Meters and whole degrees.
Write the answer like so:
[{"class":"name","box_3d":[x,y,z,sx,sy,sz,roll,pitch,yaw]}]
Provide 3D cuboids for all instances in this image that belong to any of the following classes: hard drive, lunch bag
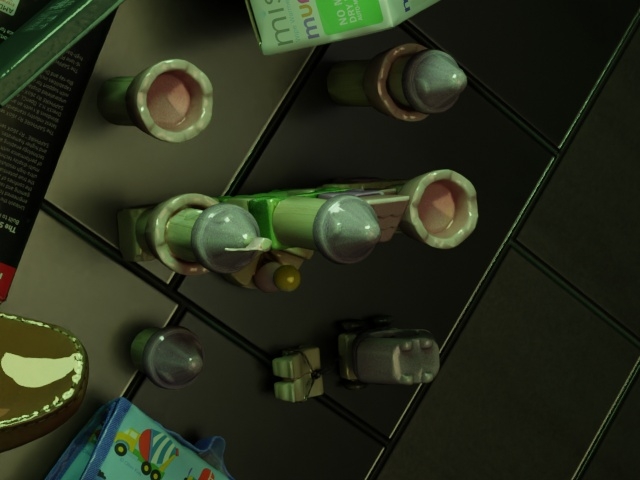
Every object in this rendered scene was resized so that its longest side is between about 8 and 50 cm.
[{"class":"hard drive","box_3d":[-0.205,-0.147,1.284,0.135,0.094,0.022,-44,112,-18]},{"class":"lunch bag","box_3d":[-0.155,0.291,1.453,0.221,0.138,0.293,40,64,-24]}]

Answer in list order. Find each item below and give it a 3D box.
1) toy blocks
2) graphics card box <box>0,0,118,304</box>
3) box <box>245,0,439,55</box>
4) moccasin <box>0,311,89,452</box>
[{"class":"toy blocks","box_3d":[0.000,0.000,1.417,0.289,0.260,0.309,-8,98,-28]},{"class":"graphics card box","box_3d":[-0.291,-0.162,1.343,0.233,0.094,0.371,22,85,-27]},{"class":"box","box_3d":[0.012,-0.307,1.418,0.231,0.127,0.262,-37,115,-60]},{"class":"moccasin","box_3d":[-0.354,0.067,1.255,0.380,0.147,0.139,14,50,-10]}]
